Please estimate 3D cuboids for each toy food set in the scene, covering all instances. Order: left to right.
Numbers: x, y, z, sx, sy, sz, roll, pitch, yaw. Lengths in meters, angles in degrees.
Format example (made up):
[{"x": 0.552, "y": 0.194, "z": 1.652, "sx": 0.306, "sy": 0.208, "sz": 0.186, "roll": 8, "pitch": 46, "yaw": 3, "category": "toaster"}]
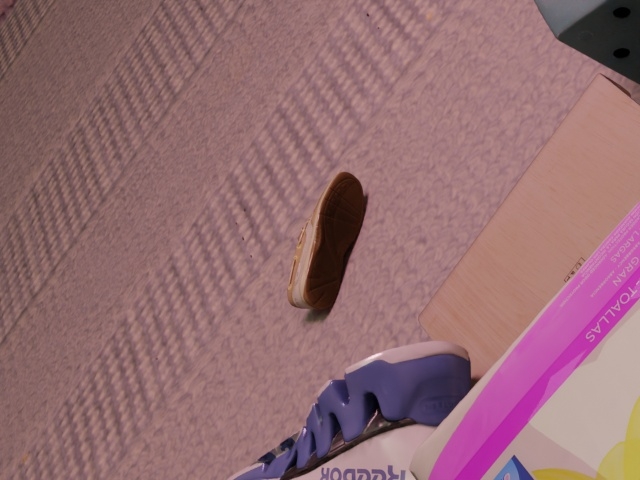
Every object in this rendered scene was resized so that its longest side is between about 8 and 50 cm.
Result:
[{"x": 0.203, "y": 0.040, "z": 1.276, "sx": 0.220, "sy": 0.092, "sz": 0.306, "roll": -54, "pitch": 33, "yaw": 10, "category": "toy food set"}]

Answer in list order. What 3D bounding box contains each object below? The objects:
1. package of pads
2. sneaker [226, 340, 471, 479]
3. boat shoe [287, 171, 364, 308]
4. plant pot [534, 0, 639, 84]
[{"x": 0.213, "y": 0.106, "z": 1.066, "sx": 0.296, "sy": 0.101, "sz": 0.229, "roll": -51, "pitch": 45, "yaw": 14, "category": "package of pads"}, {"x": 0.025, "y": 0.221, "z": 1.309, "sx": 0.315, "sy": 0.127, "sz": 0.182, "roll": -55, "pitch": 43, "yaw": 49, "category": "sneaker"}, {"x": 0.000, "y": 0.000, "z": 1.735, "sx": 0.045, "sy": 0.050, "sz": 0.135, "roll": -14, "pitch": 49, "yaw": 51, "category": "boat shoe"}, {"x": 0.242, "y": -0.247, "z": 1.437, "sx": 0.165, "sy": 0.165, "sz": 0.234, "roll": -36, "pitch": 42, "yaw": 41, "category": "plant pot"}]
